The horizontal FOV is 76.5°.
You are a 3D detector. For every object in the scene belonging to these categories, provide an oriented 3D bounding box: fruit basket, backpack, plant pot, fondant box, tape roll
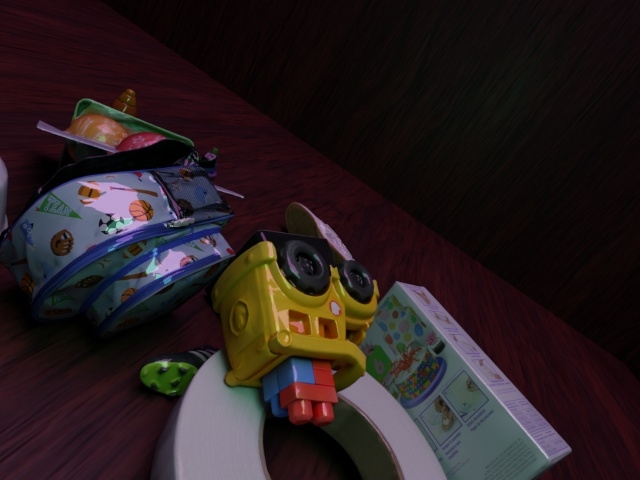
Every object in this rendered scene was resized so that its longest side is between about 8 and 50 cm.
[{"bbox_3d":[-0.360,-0.147,0.787,0.327,0.165,0.353,17,10,-37],"label":"fruit basket"},{"bbox_3d":[-0.277,0.015,0.574,0.213,0.276,0.263,54,30,15],"label":"backpack"},{"bbox_3d":[-0.070,0.111,0.754,0.187,0.188,0.167,8,47,-49],"label":"plant pot"},{"bbox_3d":[0.175,0.266,0.664,0.096,0.238,0.330,12,30,-42],"label":"fondant box"},{"bbox_3d":[0.001,0.282,0.487,0.392,0.072,0.392,30,22,-13],"label":"tape roll"}]

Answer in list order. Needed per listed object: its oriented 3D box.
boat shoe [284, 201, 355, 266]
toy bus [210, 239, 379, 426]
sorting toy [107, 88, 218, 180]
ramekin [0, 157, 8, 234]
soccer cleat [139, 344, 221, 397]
[{"bbox_3d":[0.000,0.000,1.195,0.277,0.098,0.096,51,25,17],"label":"boat shoe"},{"bbox_3d":[-0.012,0.129,0.518,0.220,0.149,0.211,20,39,-38],"label":"toy bus"},{"bbox_3d":[-0.449,-0.306,1.161,0.365,0.126,0.127,30,21,-7],"label":"sorting toy"},{"bbox_3d":[-0.549,-0.075,0.513,0.273,0.127,0.273,29,22,-13],"label":"ramekin"},{"bbox_3d":[-0.181,0.184,0.592,0.179,0.060,0.072,21,14,-45],"label":"soccer cleat"}]
